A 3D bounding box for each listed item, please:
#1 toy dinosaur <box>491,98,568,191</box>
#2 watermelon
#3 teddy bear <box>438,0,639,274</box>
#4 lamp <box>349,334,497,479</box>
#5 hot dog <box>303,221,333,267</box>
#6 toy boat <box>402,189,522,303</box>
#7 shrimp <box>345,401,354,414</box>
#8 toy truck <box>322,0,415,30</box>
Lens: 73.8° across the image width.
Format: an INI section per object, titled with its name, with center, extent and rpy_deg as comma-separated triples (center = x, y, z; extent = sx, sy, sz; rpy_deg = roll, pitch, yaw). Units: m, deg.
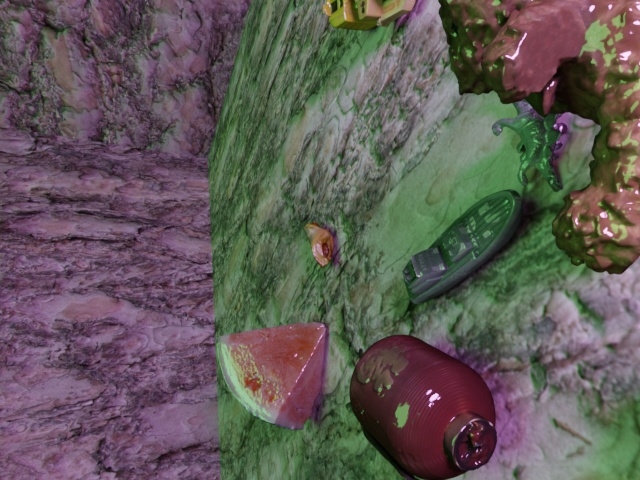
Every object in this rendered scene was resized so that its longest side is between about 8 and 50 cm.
[toy dinosaur]
center = 0.274, -0.159, 0.566
extent = 0.082, 0.039, 0.209
rpy_deg = -47, 55, 49
[watermelon]
center = -0.130, 0.337, 1.127
extent = 0.283, 0.250, 0.293
rpy_deg = 49, 132, 51
[teddy bear]
center = 0.211, -0.139, 0.402
extent = 0.222, 0.246, 0.296
rpy_deg = 13, 111, 40
[lamp]
center = 0.142, 0.244, 0.626
extent = 0.258, 0.180, 0.180
rpy_deg = -160, 76, -66
[hot dog]
center = 0.001, 0.000, 1.107
extent = 0.061, 0.078, 0.169
rpy_deg = -33, 44, 9
[toy boat]
center = 0.203, 0.014, 0.640
extent = 0.260, 0.085, 0.078
rpy_deg = 125, 143, -48
[shrimp]
center = 0.084, 0.363, 0.913
extent = 0.092, 0.029, 0.038
rpy_deg = 17, 93, 59
[toy truck]
center = 0.112, -0.530, 0.900
extent = 0.272, 0.124, 0.157
rpy_deg = 17, 111, 62
